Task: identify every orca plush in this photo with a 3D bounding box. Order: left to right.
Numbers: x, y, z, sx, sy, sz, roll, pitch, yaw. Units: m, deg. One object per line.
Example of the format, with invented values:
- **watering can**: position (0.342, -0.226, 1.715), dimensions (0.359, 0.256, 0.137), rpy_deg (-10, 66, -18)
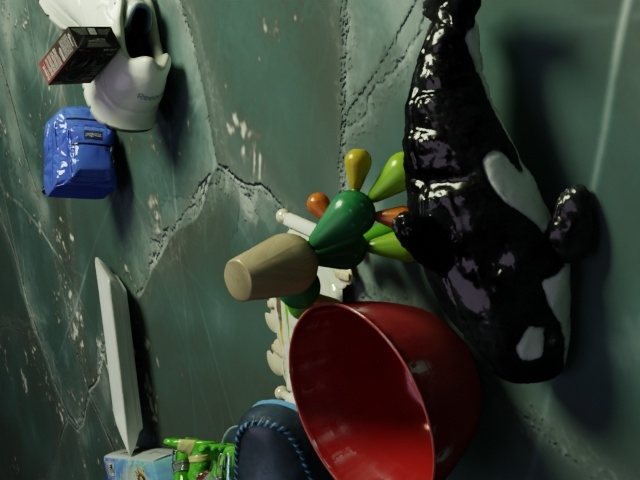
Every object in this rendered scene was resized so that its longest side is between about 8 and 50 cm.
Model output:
- **orca plush**: position (0.099, -0.029, 0.743), dimensions (0.151, 0.102, 0.287), rpy_deg (13, 114, 44)

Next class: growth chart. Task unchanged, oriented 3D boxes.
- **growth chart**: position (-0.011, 0.084, 1.097), dimensions (0.172, 0.021, 0.237), rpy_deg (32, 128, 53)

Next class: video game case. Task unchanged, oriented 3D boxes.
- **video game case**: position (-0.231, 0.441, 1.590), dimensions (0.244, 0.061, 0.270), rpy_deg (-19, 84, 60)

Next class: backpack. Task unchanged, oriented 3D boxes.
- **backpack**: position (-0.327, -0.126, 1.503), dimensions (0.101, 0.098, 0.120), rpy_deg (-24, 67, 52)

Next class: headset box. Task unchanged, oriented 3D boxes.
- **headset box**: position (-0.280, -0.210, 1.250), dimensions (0.083, 0.062, 0.032), rpy_deg (-39, 73, 38)

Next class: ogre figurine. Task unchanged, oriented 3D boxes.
- **ogre figurine**: position (-0.132, 0.290, 1.251), dimensions (0.197, 0.096, 0.118), rpy_deg (-6, 78, 46)

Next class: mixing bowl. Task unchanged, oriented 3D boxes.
- **mixing bowl**: position (0.066, 0.122, 0.884), dimensions (0.181, 0.098, 0.182), rpy_deg (31, 130, 45)

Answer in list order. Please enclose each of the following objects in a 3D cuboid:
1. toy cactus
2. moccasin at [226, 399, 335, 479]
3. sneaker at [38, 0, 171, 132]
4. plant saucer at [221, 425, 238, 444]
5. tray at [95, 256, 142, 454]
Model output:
- **toy cactus**: position (0.000, 0.000, 0.879), dimensions (0.219, 0.180, 0.112), rpy_deg (-39, 74, 47)
- **moccasin**: position (-0.024, 0.333, 1.092), dimensions (0.137, 0.117, 0.342), rpy_deg (-5, 105, 31)
- **sneaker**: position (-0.255, -0.279, 1.328), dimensions (0.129, 0.111, 0.297), rpy_deg (-46, 67, 43)
- **plant saucer**: position (-0.059, 0.303, 1.251), dimensions (0.195, 0.037, 0.195), rpy_deg (32, 129, 52)
- **tray**: position (-0.297, 0.167, 1.609), dimensions (0.145, 0.030, 0.271), rpy_deg (-148, 51, -67)
